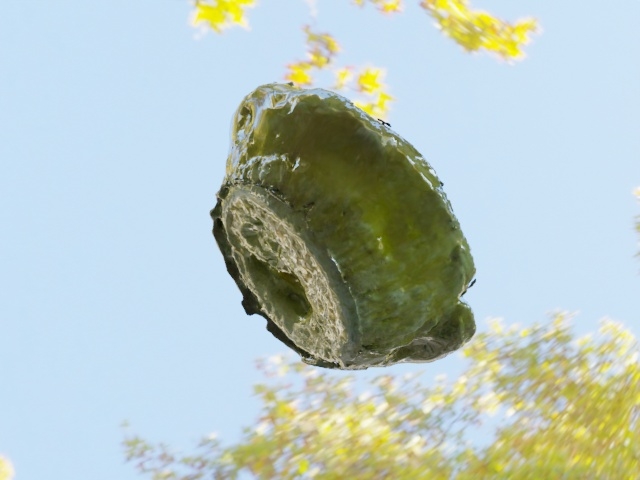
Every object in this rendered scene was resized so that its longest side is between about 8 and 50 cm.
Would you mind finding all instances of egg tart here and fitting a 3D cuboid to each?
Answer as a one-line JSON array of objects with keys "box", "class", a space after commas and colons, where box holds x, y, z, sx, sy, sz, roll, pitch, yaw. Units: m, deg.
[{"box": [0.000, 0.000, 0.933, 0.078, 0.197, 0.197, -37, -101, -29], "class": "egg tart"}]
